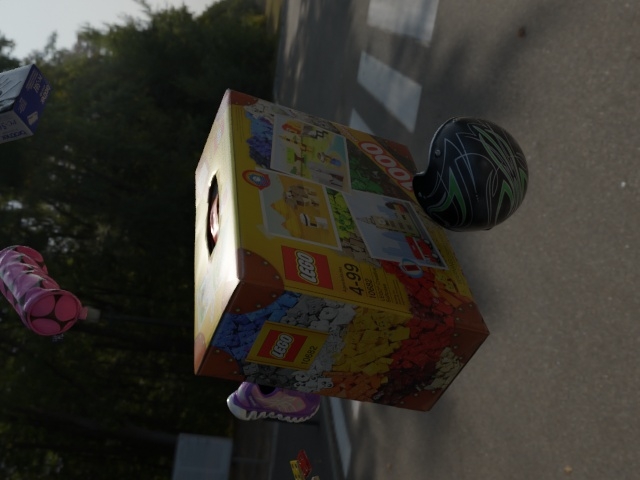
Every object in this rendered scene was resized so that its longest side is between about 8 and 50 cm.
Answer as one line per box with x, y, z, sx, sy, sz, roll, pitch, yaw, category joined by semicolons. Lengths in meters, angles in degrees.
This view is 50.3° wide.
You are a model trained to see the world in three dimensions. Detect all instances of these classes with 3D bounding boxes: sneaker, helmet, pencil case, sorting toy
-0.092;0.353;1.574;0.095;0.236;0.104;49;122;49;sneaker
0.233;-0.101;1.039;0.161;0.169;0.169;124;154;-63;helmet
-0.476;0.082;1.145;0.209;0.098;0.095;34;119;43;pencil case
0.015;0.565;1.425;0.274;0.046;0.132;60;151;33;sorting toy

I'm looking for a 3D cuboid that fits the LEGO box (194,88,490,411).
0.000;0.000;1.108;0.500;0.372;0.193;-103;33;-50;LEGO box

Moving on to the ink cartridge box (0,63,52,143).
-0.462;-0.161;0.892;0.046;0.207;0.097;63;-159;-47;ink cartridge box
